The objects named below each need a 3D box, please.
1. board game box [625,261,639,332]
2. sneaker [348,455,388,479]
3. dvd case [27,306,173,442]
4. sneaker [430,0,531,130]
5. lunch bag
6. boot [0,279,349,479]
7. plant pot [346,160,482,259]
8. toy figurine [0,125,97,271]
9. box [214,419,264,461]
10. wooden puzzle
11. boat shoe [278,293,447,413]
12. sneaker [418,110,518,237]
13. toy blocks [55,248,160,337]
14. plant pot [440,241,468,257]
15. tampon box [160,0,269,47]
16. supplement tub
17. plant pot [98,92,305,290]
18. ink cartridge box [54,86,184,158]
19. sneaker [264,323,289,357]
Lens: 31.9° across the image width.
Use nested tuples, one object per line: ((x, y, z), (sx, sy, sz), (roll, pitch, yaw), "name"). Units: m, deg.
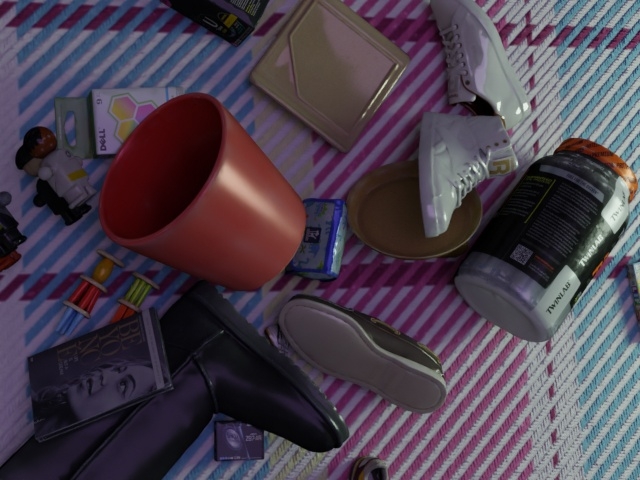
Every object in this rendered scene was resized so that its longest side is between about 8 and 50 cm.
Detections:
((0.652, 0.111, 2.152), (0.103, 0.026, 0.154), (-12, 89, -19), "board game box")
((0.079, 0.462, 1.903), (0.070, 0.084, 0.185), (4, 83, -18), "sneaker")
((-0.344, 0.204, 1.730), (0.221, 0.164, 0.018), (-22, 136, 1), "dvd case")
((0.265, -0.320, 2.022), (0.123, 0.106, 0.290), (-35, 97, -20), "sneaker")
((0.000, 0.000, 1.884), (0.096, 0.151, 0.128), (11, 82, -17), "lunch bag")
((-0.229, 0.334, 1.760), (0.367, 0.146, 0.445), (42, 69, 10), "boot")
((0.161, -0.048, 1.940), (0.236, 0.032, 0.236), (-2, 48, 2), "plant pot")
((-0.462, -0.069, 1.710), (0.213, 0.209, 0.148), (-37, 91, -18), "toy figurine")
((-0.136, 0.335, 1.878), (0.083, 0.018, 0.067), (2, 85, -18), "box")
((0.016, -0.303, 1.978), (0.221, 0.044, 0.238), (37, 71, -11), "wooden puzzle")
((0.074, 0.181, 1.921), (0.324, 0.096, 0.116), (29, 118, -10), "boat shoe")
((0.253, -0.122, 1.908), (0.169, 0.108, 0.292), (1, 46, 9), "sneaker")
((-0.348, 0.107, 1.812), (0.123, 0.054, 0.148), (34, 77, -14), "toy blocks")
((0.224, -0.012, 1.993), (0.081, 0.083, 0.081), (0, 85, -19), "plant pot")
((-0.173, -0.420, 1.881), (0.161, 0.120, 0.101), (29, 76, -13), "tampon box")
((0.407, -0.006, 1.988), (0.207, 0.207, 0.338), (40, 75, -11), "supplement tub")
((-0.170, -0.058, 1.766), (0.243, 0.275, 0.275), (37, 73, -40), "plant pot")
((-0.327, -0.192, 1.841), (0.209, 0.062, 0.109), (-4, 87, -18), "ink cartridge box")
((-0.064, 0.182, 1.909), (0.037, 0.032, 0.083), (-22, 93, -18), "sneaker")
